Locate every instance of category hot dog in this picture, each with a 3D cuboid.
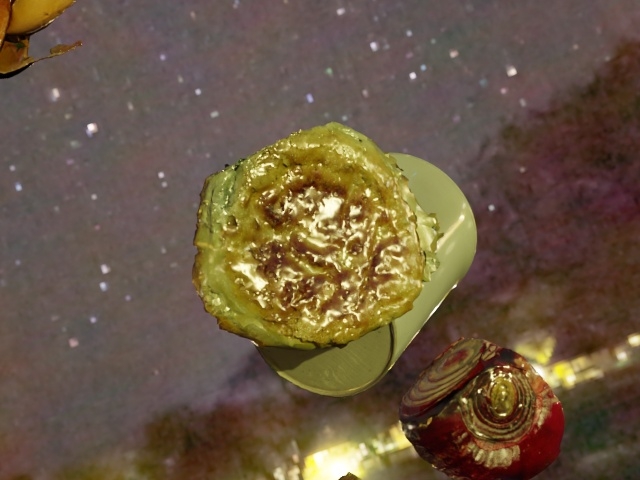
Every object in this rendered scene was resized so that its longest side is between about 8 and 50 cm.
[{"bbox_3d":[-0.453,-0.404,1.672,0.194,0.326,0.107,22,-13,12],"label":"hot dog"}]

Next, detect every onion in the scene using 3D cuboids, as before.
[{"bbox_3d":[0.246,0.281,1.634,0.207,0.206,0.216,-43,5,-7],"label":"onion"}]

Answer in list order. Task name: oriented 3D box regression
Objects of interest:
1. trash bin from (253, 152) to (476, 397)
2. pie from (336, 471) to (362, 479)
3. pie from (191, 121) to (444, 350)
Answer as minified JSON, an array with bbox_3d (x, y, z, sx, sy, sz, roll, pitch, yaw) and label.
[{"bbox_3d":[0.077,0.039,1.717,0.280,0.280,0.432,-28,10,32],"label":"trash bin"},{"bbox_3d":[0.034,0.397,1.633,0.084,0.084,0.020,-27,-49,29],"label":"pie"},{"bbox_3d":[0.000,0.000,1.411,0.354,0.288,0.103,-23,2,-19],"label":"pie"}]
